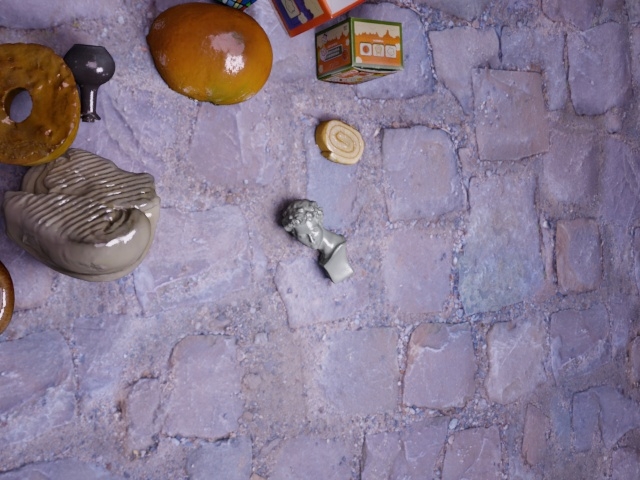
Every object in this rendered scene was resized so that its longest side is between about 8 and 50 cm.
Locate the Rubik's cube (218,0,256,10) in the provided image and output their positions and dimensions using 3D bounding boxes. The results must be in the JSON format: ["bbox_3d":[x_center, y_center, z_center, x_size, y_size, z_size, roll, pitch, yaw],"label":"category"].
[{"bbox_3d":[-0.225,-0.675,1.901,0.133,0.133,0.112,-26,79,-28],"label":"Rubik's cube"}]

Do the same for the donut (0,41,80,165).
[{"bbox_3d":[-0.661,-0.293,1.608,0.278,0.108,0.277,0,82,-2],"label":"donut"}]

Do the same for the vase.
[{"bbox_3d":[-0.554,-0.374,1.719,0.120,0.120,0.183,-2,106,-31],"label":"vase"}]

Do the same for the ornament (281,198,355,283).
[{"bbox_3d":[0.001,-0.004,2.048,0.120,0.130,0.285,-42,120,-5],"label":"ornament"}]

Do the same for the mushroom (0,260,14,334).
[{"bbox_3d":[-0.793,0.120,1.555,0.253,0.153,0.253,-1,93,-28],"label":"mushroom"}]

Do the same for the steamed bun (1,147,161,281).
[{"bbox_3d":[-0.538,-0.033,1.646,0.324,0.219,0.309,15,42,4],"label":"steamed bun"}]

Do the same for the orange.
[{"bbox_3d":[-0.268,-0.493,1.893,0.310,0.274,0.274,17,81,-61],"label":"orange"}]

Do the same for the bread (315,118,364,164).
[{"bbox_3d":[0.058,-0.283,2.096,0.149,0.073,0.122,21,83,-29],"label":"bread"}]

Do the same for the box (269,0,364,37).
[{"bbox_3d":[0.023,-0.786,1.963,0.349,0.257,0.318,-37,107,-24],"label":"box"}]

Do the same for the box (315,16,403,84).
[{"bbox_3d":[0.109,-0.535,2.051,0.178,0.195,0.148,-5,94,-31],"label":"box"}]
